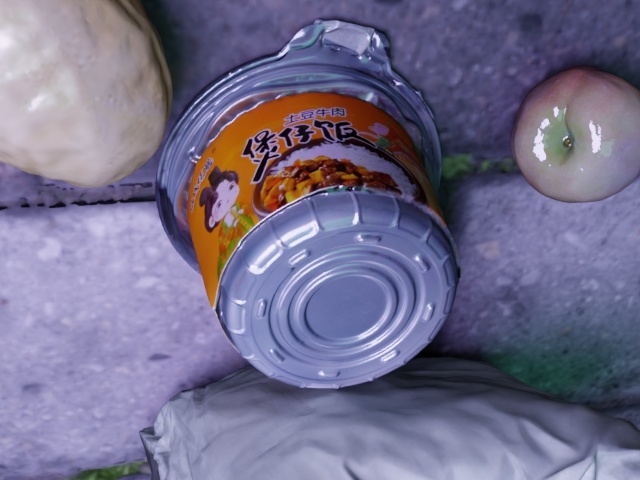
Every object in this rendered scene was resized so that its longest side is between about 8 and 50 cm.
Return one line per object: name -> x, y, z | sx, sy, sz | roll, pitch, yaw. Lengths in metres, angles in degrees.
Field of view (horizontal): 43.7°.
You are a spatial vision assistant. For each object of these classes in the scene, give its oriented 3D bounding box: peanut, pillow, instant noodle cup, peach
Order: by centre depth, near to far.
peanut -> -0.164, -0.131, 0.324 | 0.125, 0.111, 0.275 | -16, 126, 17
instant noodle cup -> 0.000, 0.000, 0.446 | 0.177, 0.126, 0.208 | -8, 127, -8
peach -> 0.155, -0.062, 0.472 | 0.083, 0.083, 0.083 | -7, 127, -9
pillow -> 0.044, 0.144, 0.474 | 0.283, 0.310, 0.138 | -8, 97, -15
